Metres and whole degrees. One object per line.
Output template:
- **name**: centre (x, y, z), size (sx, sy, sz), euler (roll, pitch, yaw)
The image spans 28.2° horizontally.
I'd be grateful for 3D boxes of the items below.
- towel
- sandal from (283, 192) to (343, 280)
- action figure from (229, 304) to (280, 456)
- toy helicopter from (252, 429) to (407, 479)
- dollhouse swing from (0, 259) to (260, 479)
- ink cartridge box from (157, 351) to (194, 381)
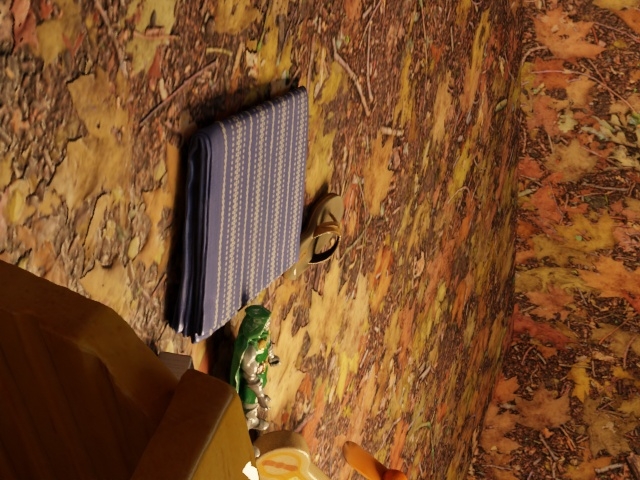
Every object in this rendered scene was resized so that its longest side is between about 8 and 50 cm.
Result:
- **towel**: centre (-0.087, -0.041, 1.494), size (0.336, 0.040, 0.243), euler (-39, 136, -66)
- **sandal**: centre (0.000, 0.000, 1.752), size (0.180, 0.049, 0.072), euler (-54, 151, -52)
- **action figure**: centre (-0.084, 0.166, 1.560), size (0.137, 0.063, 0.232), euler (-76, 174, -48)
- **toy helicopter**: centre (0.017, 0.366, 1.815), size (0.355, 0.235, 0.140), euler (54, 19, -45)
- **dollhouse swing**: centre (-0.248, 0.201, 0.659), size (0.305, 0.347, 0.315), euler (-52, 151, -33)
- **ink cartridge box**: centre (-0.166, 0.264, 1.364), size (0.208, 0.045, 0.206), euler (-75, 167, -46)
